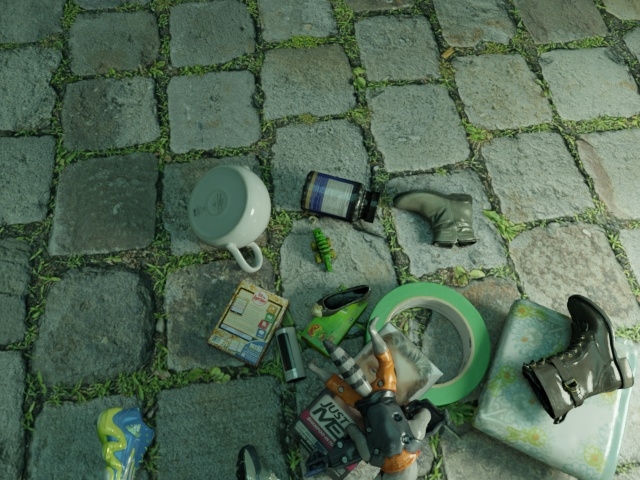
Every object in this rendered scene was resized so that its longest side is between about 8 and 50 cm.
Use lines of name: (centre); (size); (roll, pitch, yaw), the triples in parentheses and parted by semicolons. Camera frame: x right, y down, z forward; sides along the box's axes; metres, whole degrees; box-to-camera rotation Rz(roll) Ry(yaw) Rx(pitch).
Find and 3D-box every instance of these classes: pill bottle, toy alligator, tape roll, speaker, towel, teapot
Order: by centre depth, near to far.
towel: (0.580, 0.355, 1.238); (0.320, 0.090, 0.374); (23, 64, 13)
speaker: (-0.078, 0.297, 1.305); (0.055, 0.055, 0.136); (-12, 66, -8)
tape roll: (0.274, 0.270, 1.320); (0.321, 0.077, 0.321); (1, 65, -2)
teapot: (-0.230, -0.078, 1.414); (0.252, 0.187, 0.256); (31, 93, 32)
toy alligator: (0.000, 0.000, 1.450); (0.056, 0.051, 0.189); (-15, 66, -10)
pill bottle: (0.059, -0.121, 1.471); (0.219, 0.123, 0.123); (15, 65, 4)

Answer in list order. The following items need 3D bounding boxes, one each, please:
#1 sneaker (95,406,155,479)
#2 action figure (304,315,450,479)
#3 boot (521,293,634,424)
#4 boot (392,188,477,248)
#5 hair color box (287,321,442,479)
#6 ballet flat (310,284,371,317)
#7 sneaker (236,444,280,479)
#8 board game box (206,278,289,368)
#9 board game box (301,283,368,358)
sneaker: (-0.442, 0.503, 1.174); (0.126, 0.091, 0.240); (-12, 77, -21)
action figure: (0.078, 0.376, 1.053); (0.341, 0.178, 0.330); (-32, 67, 3)
boot: (0.579, 0.270, 1.182); (0.229, 0.091, 0.263); (-15, 65, -8)
boot: (0.337, -0.060, 1.481); (0.246, 0.083, 0.161); (4, 70, 1)
hair color box: (0.106, 0.375, 1.189); (0.174, 0.105, 0.347); (43, 90, 16)
ballet flat: (0.053, 0.154, 1.331); (0.173, 0.049, 0.057); (-22, 66, -12)
sneaker: (-0.102, 0.599, 1.150); (0.122, 0.110, 0.283); (-16, 68, -29)
board game box: (-0.189, 0.220, 1.342); (0.147, 0.045, 0.193); (24, 66, 9)
board game box: (0.038, 0.216, 1.354); (0.092, 0.043, 0.181); (35, 68, 14)
